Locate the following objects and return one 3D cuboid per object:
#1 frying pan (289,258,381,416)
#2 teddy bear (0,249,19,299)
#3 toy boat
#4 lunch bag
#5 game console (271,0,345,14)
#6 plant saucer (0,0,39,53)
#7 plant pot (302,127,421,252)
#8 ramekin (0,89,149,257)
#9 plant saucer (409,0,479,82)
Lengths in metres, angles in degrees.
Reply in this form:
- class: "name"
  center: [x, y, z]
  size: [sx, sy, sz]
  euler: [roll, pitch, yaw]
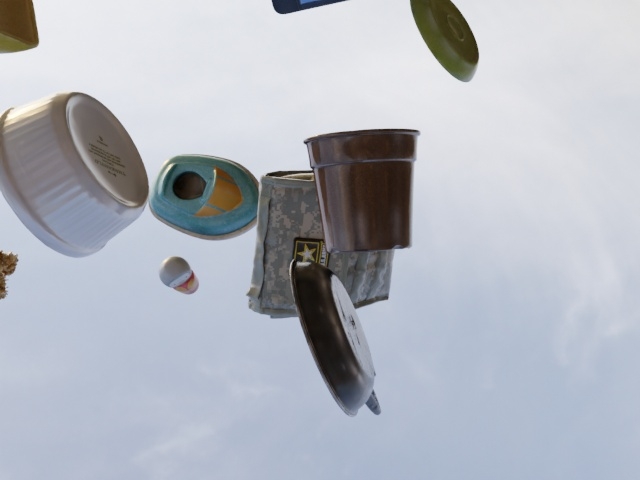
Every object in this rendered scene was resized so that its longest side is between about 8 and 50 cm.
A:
- class: "frying pan"
  center: [0.042, 0.159, 0.968]
  size: [0.197, 0.053, 0.326]
  euler: [-97, -18, -58]
- class: "teddy bear"
  center: [-0.666, 0.100, 1.408]
  size: [0.245, 0.113, 0.338]
  euler: [-10, -165, -10]
- class: "toy boat"
  center: [-0.262, -0.040, 1.706]
  size: [0.268, 0.148, 0.318]
  euler: [11, -106, 11]
- class: "lunch bag"
  center: [0.000, 0.000, 1.368]
  size: [0.169, 0.235, 0.287]
  euler: [18, -163, 39]
- class: "game console"
  center: [0.026, -0.572, 1.701]
  size: [0.293, 0.250, 0.173]
  euler: [-11, -127, 3]
- class: "plant saucer"
  center: [-0.596, -0.411, 1.156]
  size: [0.333, 0.081, 0.332]
  euler: [17, -142, -40]
- class: "plant pot"
  center: [0.065, -0.067, 1.127]
  size: [0.167, 0.165, 0.167]
  euler: [-5, -178, 0]
- class: "ramekin"
  center: [-0.390, -0.118, 1.283]
  size: [0.272, 0.127, 0.272]
  euler: [57, -165, -25]
- class: "plant saucer"
  center: [0.287, -0.467, 1.772]
  size: [0.241, 0.037, 0.240]
  euler: [32, -136, -37]
